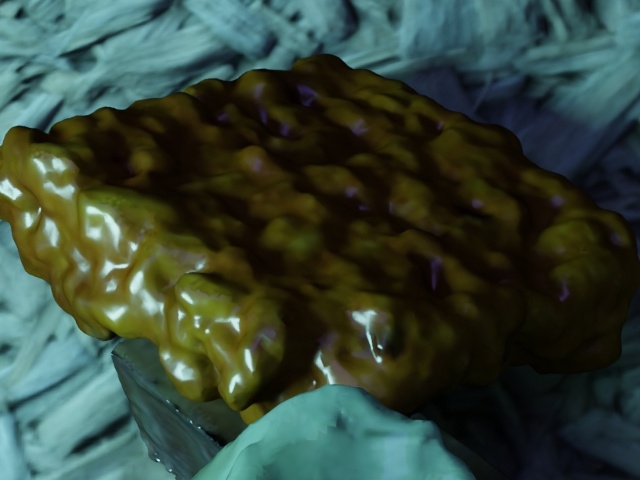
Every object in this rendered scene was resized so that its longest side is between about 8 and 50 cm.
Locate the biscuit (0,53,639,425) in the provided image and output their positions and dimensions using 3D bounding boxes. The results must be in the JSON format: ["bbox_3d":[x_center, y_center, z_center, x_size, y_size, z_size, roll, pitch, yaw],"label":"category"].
[{"bbox_3d":[0.000,0.000,1.145,0.312,0.110,0.318,-17,43,-42],"label":"biscuit"}]

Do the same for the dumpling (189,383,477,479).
[{"bbox_3d":[-0.043,0.265,0.982,0.212,0.320,0.270,-19,65,-43],"label":"dumpling"}]

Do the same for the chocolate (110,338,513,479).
[{"bbox_3d":[0.023,0.146,1.139,0.112,0.112,0.321,-39,55,-21],"label":"chocolate"}]
